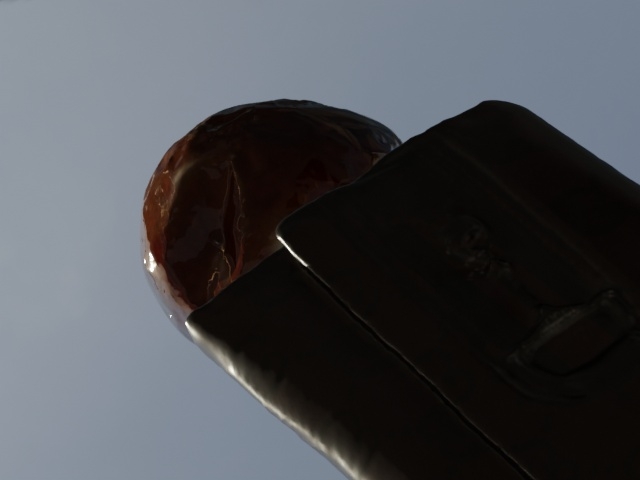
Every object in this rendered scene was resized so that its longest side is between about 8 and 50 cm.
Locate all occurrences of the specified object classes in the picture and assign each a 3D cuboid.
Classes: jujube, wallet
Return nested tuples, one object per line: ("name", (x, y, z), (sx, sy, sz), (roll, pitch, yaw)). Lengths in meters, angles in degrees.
("jujube", (0.000, 0.000, 1.088), (0.168, 0.236, 0.168), (-2, -95, 28))
("wallet", (0.077, 0.039, 0.735), (0.182, 0.049, 0.229), (-36, -135, -15))
